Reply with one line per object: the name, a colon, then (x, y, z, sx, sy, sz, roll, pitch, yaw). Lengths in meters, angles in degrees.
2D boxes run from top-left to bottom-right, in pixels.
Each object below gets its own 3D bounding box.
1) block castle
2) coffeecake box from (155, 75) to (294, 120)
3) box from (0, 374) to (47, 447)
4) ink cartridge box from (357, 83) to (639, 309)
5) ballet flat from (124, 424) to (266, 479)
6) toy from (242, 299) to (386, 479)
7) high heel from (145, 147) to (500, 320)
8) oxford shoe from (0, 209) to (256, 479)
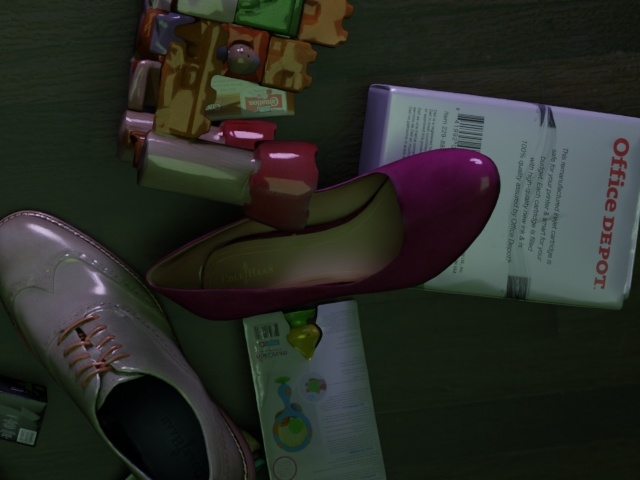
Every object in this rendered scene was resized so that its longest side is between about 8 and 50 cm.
block castle: (-0.044, -0.250, 1.722, 0.213, 0.303, 0.453, 10, 96, -13)
coffeecake box: (-0.107, -0.220, 1.902, 0.142, 0.068, 0.185, -5, 97, -10)
box: (-0.323, 0.179, 1.904, 0.062, 0.083, 0.052, 16, 95, -11)
ink cartridge box: (0.189, -0.046, 1.945, 0.289, 0.121, 0.211, 7, 95, -10)
ballet flat: (-0.198, 0.332, 1.939, 0.123, 0.123, 0.348, 36, 90, -12)
toy: (-0.011, 0.191, 1.967, 0.137, 0.056, 0.237, -8, 89, -24)
high heel: (0.000, 0.000, 1.791, 0.181, 0.377, 0.127, 3, 65, -43)
oxford shoe: (-0.209, 0.116, 1.843, 0.140, 0.146, 0.397, -43, 79, -3)
